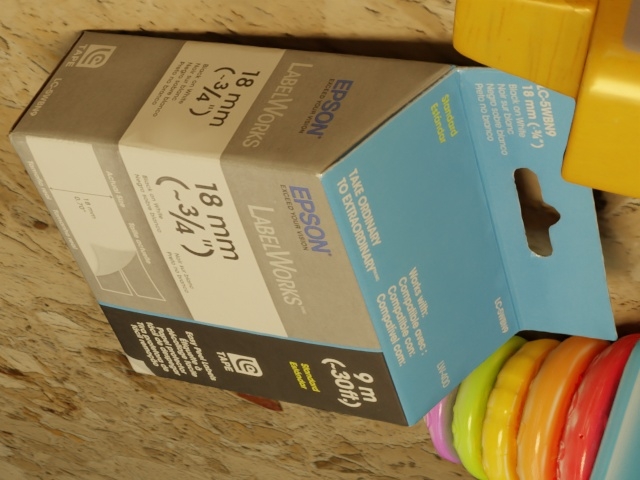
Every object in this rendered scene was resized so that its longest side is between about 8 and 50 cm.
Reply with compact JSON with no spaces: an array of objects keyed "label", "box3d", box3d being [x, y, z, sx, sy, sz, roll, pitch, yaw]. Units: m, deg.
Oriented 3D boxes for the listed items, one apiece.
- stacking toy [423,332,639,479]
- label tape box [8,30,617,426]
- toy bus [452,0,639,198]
[{"label":"stacking toy","box3d":[0.143,0.133,1.131,0.302,0.165,0.175,11,165,36]},{"label":"label tape box","box3d":[0.000,0.000,0.923,0.334,0.106,0.240,8,140,27]},{"label":"toy bus","box3d":[0.227,-0.079,0.695,0.333,0.130,0.108,13,152,8]}]
